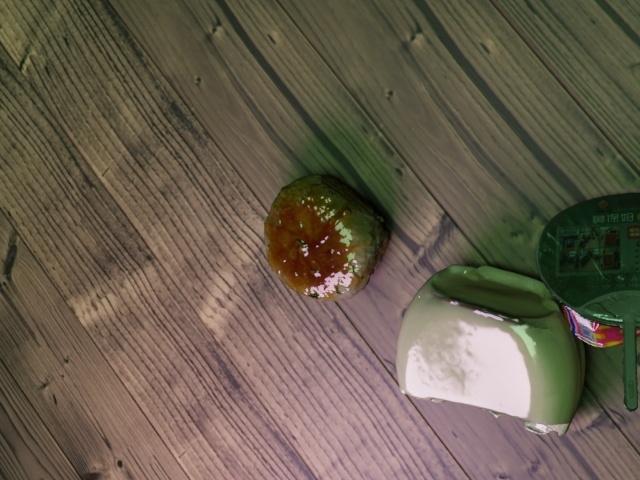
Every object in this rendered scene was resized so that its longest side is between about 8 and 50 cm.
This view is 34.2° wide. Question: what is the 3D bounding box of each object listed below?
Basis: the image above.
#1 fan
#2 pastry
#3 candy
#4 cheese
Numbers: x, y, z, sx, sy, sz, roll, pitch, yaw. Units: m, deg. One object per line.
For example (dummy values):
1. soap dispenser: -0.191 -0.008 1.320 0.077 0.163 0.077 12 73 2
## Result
1. fan: 0.353 0.047 1.278 0.223 0.294 0.012 24 156 34
2. pastry: 0.000 0.000 1.571 0.192 0.093 0.182 36 122 20
3. candy: 0.480 0.053 1.282 0.365 0.124 0.124 -12 96 24
4. cheese: 0.234 0.163 1.443 0.266 0.127 0.233 14 113 32
